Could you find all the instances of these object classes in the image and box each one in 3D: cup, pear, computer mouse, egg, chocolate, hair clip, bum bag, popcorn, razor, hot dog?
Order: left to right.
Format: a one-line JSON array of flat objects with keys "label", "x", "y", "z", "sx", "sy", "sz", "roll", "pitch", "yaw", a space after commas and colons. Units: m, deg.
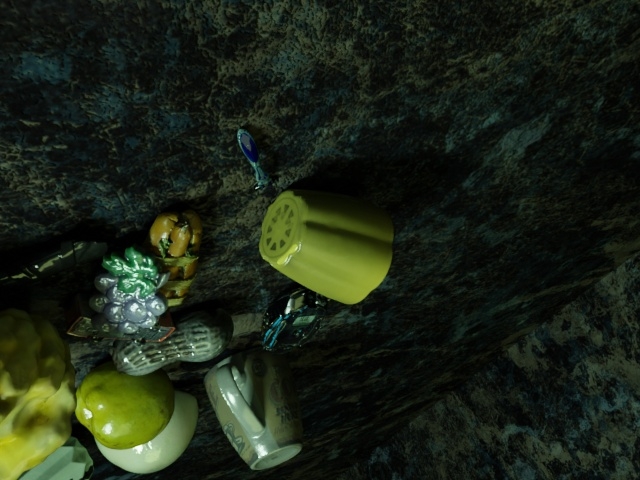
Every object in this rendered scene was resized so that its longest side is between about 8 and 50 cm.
[{"label": "popcorn", "x": -0.529, "y": 0.264, "z": 0.927, "sx": 0.349, "sy": 0.381, "sz": 0.349, "roll": -5, "pitch": 164, "yaw": -2}, {"label": "bum bag", "x": -0.419, "y": 0.034, "z": 0.953, "sx": 0.198, "sy": 0.049, "sz": 0.087, "roll": -23, "pitch": 175, "yaw": -7}, {"label": "pear", "x": -0.401, "y": 0.335, "z": 1.317, "sx": 0.200, "sy": 0.200, "sz": 0.200, "roll": -19, "pitch": 151, "yaw": -11}, {"label": "hair clip", "x": -0.306, "y": 0.085, "z": 1.029, "sx": 0.124, "sy": 0.052, "sz": 0.195, "roll": 18, "pitch": 123, "yaw": -12}, {"label": "egg", "x": -0.422, "y": 0.489, "z": 1.567, "sx": 0.264, "sy": 0.174, "sz": 0.286, "roll": -14, "pitch": 153, "yaw": -13}, {"label": "hot dog", "x": -0.258, "y": 0.041, "z": 1.066, "sx": 0.109, "sy": 0.072, "sz": 0.269, "roll": -10, "pitch": 149, "yaw": -31}, {"label": "chocolate", "x": -0.293, "y": 0.204, "z": 1.269, "sx": 0.248, "sy": 0.110, "sz": 0.110, "roll": -12, "pitch": 149, "yaw": -14}, {"label": "cup", "x": -0.158, "y": 0.409, "z": 1.563, "sx": 0.227, "sy": 0.257, "sz": 0.301, "roll": -30, "pitch": 149, "yaw": 2}, {"label": "razor", "x": -0.097, "y": -0.118, "z": 0.974, "sx": 0.044, "sy": 0.028, "sz": 0.154, "roll": -24, "pitch": 152, "yaw": -2}, {"label": "computer mouse", "x": -0.066, "y": 0.170, "z": 1.421, "sx": 0.146, "sy": 0.077, "sz": 0.241, "roll": 0, "pitch": 139, "yaw": -39}]

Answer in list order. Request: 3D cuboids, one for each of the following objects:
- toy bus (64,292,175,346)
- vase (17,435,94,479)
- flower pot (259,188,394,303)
[{"label": "toy bus", "x": -0.359, "y": 0.141, "z": 1.142, "sx": 0.065, "sy": 0.077, "sz": 0.192, "roll": -41, "pitch": 146, "yaw": 28}, {"label": "vase", "x": -0.690, "y": 0.596, "z": 1.421, "sx": 0.360, "sy": 0.165, "sz": 0.165, "roll": -38, "pitch": 166, "yaw": -44}, {"label": "flower pot", "x": 0.000, "y": 0.000, "z": 1.104, "sx": 0.179, "sy": 0.195, "sz": 0.195, "roll": 17, "pitch": 131, "yaw": -35}]
